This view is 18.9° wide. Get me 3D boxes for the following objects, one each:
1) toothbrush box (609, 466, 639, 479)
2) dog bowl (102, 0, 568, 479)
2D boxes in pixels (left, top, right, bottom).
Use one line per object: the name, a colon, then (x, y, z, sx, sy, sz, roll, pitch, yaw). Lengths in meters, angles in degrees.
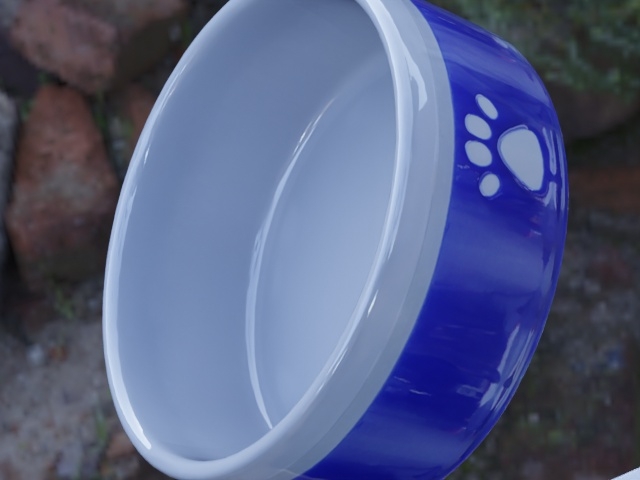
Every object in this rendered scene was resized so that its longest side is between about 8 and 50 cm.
toothbrush box: (0.129, 0.280, 0.890, 0.216, 0.126, 0.295, -21, 45, -6)
dog bowl: (0.000, 0.000, 0.970, 0.104, 0.265, 0.265, 17, 21, -33)
